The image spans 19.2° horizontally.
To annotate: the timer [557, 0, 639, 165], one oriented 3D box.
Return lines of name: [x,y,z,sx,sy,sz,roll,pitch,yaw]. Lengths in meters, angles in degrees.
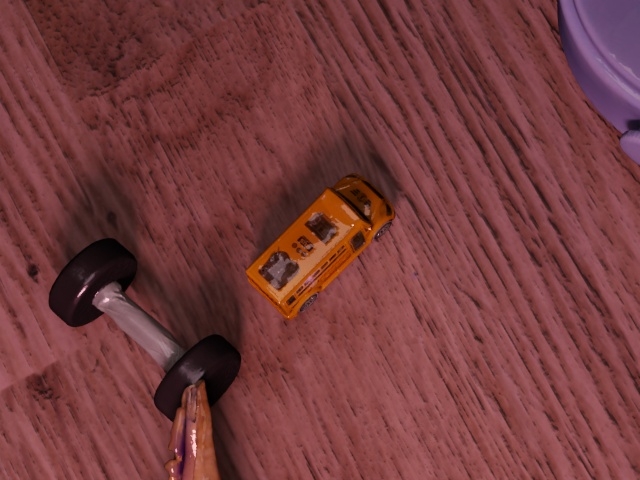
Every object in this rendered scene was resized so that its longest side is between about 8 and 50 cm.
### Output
timer: [0.412,-0.233,1.901,0.395,0.173,0.395,-1,75,5]

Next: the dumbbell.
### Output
dumbbell: [-0.178,0.092,1.920,0.191,0.100,0.100,40,83,15]

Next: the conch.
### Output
conch: [-0.105,0.302,1.850,0.109,0.093,0.330,-8,82,39]

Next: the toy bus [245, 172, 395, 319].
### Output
toy bus: [0.000,0.000,1.937,0.162,0.074,0.069,-45,73,-5]
